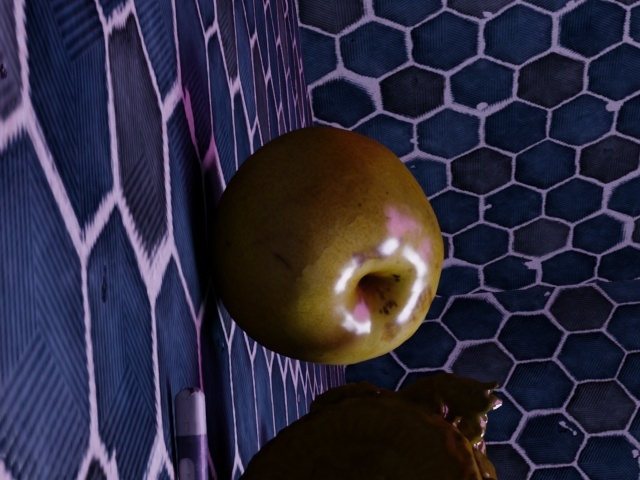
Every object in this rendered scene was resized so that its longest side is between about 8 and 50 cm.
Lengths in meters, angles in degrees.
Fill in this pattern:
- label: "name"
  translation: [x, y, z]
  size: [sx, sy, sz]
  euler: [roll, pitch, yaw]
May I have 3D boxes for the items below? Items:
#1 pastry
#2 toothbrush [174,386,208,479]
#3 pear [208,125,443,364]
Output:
- label: "pastry"
  translation: [0.034, 0.235, 0.993]
  size: [0.132, 0.240, 0.235]
  euler: [62, 32, -41]
- label: "toothbrush"
  translation: [-0.079, 0.242, 0.823]
  size: [0.026, 0.024, 0.288]
  euler: [3, 82, -73]
- label: "pear"
  translation: [0.000, 0.000, 1.072]
  size: [0.209, 0.209, 0.208]
  euler: [-5, 90, -87]
